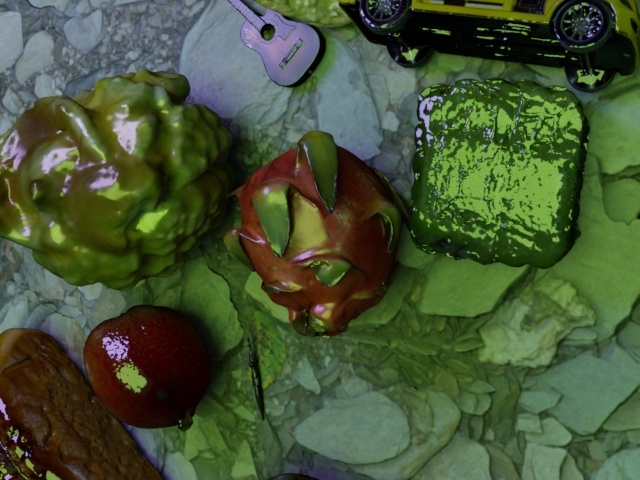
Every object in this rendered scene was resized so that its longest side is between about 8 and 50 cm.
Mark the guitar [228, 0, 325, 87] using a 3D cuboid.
[{"bbox_3d":[-0.092,-0.300,1.214,0.233,0.025,0.088,44,109,14],"label":"guitar"}]

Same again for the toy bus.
[{"bbox_3d":[0.200,-0.274,1.032,0.331,0.145,0.151,12,83,22],"label":"toy bus"}]

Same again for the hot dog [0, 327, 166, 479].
[{"bbox_3d":[-0.404,0.319,1.294,0.405,0.223,0.185,48,112,12],"label":"hot dog"}]

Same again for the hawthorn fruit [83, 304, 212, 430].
[{"bbox_3d":[-0.231,0.182,1.238,0.169,0.169,0.188,-36,66,21],"label":"hawthorn fruit"}]

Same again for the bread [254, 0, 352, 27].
[{"bbox_3d":[-0.052,-0.405,1.162,0.184,0.224,0.211,-64,31,21],"label":"bread"}]

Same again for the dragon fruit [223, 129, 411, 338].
[{"bbox_3d":[0.000,-0.006,1.106,0.224,0.224,0.227,-37,75,21],"label":"dragon fruit"}]

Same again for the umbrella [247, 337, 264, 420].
[{"bbox_3d":[-0.090,0.192,1.265,0.013,0.022,0.122,-9,103,-3],"label":"umbrella"}]

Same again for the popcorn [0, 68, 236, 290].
[{"bbox_3d":[-0.277,-0.075,1.194,0.335,0.274,0.279,-29,112,30],"label":"popcorn"}]

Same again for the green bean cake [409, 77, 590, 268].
[{"bbox_3d":[0.207,-0.080,1.066,0.200,0.113,0.214,9,97,22],"label":"green bean cake"}]

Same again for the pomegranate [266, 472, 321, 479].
[{"bbox_3d":[-0.016,0.371,1.165,0.241,0.190,0.159,-36,57,22],"label":"pomegranate"}]
